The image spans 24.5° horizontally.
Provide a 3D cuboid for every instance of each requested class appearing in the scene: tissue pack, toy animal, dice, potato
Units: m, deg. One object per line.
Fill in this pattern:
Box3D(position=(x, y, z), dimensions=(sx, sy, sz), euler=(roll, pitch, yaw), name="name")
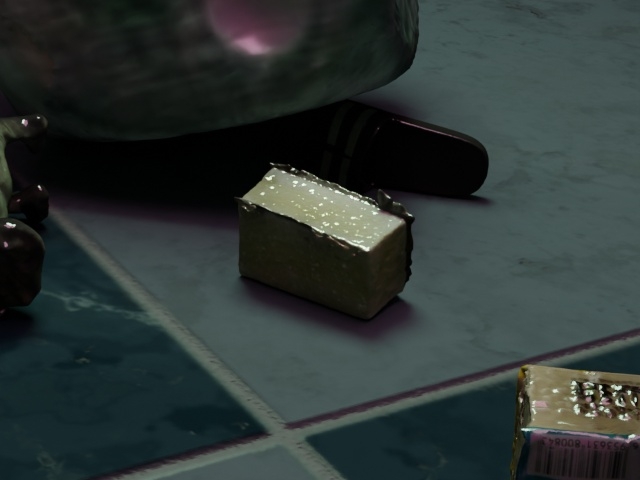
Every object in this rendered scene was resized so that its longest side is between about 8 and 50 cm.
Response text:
Box3D(position=(0.173, 0.131, 0.722), dimensions=(0.169, 0.120, 0.082), euler=(4, 22, 2), name="tissue pack")
Box3D(position=(-0.268, -0.038, 1.030), dimensions=(0.168, 0.106, 0.343), euler=(-6, 30, -23), name="toy animal")
Box3D(position=(-0.109, -0.273, 1.211), dimensions=(0.348, 0.328, 0.330), euler=(-8, 14, 11), name="dice")
Box3D(position=(0.002, 0.001, 1.023), dimensions=(0.122, 0.086, 0.061), euler=(21, 43, 28), name="potato")

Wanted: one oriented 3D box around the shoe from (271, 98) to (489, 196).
Box3D(position=(0.046, -0.068, 1.190), dimensions=(0.179, 0.071, 0.049), euler=(12, 29, 6), name="shoe")
